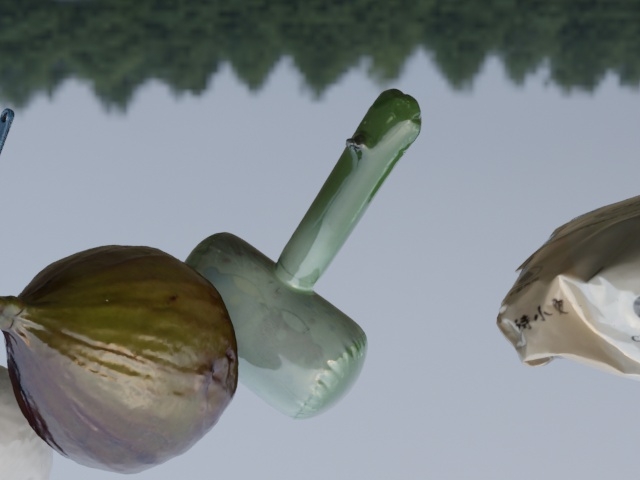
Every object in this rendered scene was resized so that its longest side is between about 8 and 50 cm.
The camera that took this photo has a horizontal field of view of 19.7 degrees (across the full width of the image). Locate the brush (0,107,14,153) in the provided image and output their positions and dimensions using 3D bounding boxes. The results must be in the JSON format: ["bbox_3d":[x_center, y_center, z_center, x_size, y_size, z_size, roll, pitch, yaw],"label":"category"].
[{"bbox_3d":[-0.353,-0.061,1.927,0.014,0.164,0.051,19,-179,-42],"label":"brush"}]

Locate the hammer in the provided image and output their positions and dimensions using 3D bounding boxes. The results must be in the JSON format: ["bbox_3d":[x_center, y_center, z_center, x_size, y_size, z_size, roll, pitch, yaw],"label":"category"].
[{"bbox_3d":[0.000,0.000,1.770,0.206,0.335,0.119,35,-158,8],"label":"hammer"}]

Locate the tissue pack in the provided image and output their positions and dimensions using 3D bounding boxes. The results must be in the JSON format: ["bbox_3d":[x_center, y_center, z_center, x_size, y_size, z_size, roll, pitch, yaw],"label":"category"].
[{"bbox_3d":[0.397,0.040,1.953,0.376,0.195,0.390,-9,-168,16],"label":"tissue pack"}]

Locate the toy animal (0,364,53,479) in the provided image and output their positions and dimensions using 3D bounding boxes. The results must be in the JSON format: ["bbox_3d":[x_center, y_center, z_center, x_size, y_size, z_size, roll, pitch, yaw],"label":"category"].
[{"bbox_3d":[-0.390,0.238,1.847,0.265,0.271,0.206,-35,-148,0],"label":"toy animal"}]

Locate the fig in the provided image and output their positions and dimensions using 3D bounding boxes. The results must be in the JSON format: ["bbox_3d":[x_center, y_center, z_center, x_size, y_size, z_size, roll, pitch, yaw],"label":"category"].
[{"bbox_3d":[-0.217,0.077,1.632,0.217,0.217,0.321,5,161,32],"label":"fig"}]
